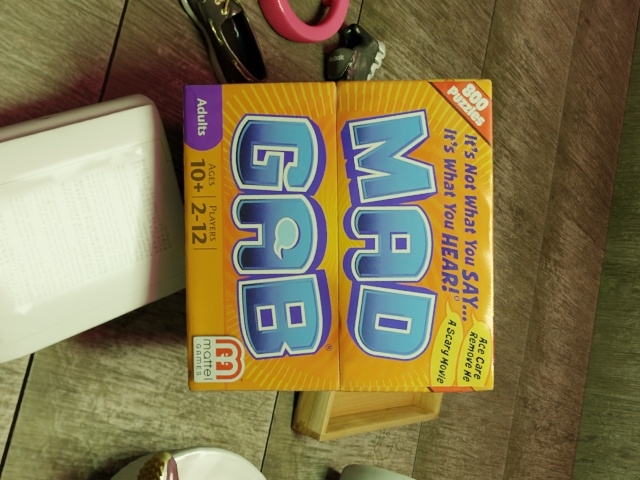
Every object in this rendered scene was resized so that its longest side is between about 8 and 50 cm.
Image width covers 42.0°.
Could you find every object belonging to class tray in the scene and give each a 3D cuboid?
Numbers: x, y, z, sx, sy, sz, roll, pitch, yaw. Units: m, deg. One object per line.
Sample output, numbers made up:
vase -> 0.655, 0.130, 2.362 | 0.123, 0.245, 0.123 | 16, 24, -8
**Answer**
tray -> 0.117, 0.250, 1.589 | 0.410, 0.076, 0.203 | 7, 97, -52

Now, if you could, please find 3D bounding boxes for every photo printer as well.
photo printer -> -0.309, -0.013, 0.969 | 0.307, 0.107, 0.256 | -24, 110, -36

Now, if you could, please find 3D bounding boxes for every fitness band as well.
fitness band -> -0.030, -0.476, 1.385 | 0.209, 0.054, 0.291 | -13, 102, -52

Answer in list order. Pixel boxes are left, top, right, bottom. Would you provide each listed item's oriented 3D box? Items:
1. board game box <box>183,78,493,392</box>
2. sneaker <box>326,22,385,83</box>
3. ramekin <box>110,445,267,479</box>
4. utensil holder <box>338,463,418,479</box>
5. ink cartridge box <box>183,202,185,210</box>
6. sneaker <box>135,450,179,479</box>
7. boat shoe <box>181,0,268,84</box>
board game box -> 0.026, -0.009, 1.122 | 0.356, 0.356, 0.357 | -39, 129, -87
sneaker -> 0.046, -0.287, 1.482 | 0.106, 0.078, 0.234 | 40, 57, -43
ramekin -> -0.194, 0.409, 1.125 | 0.272, 0.127, 0.273 | 2, 86, -37
utensil holder -> 0.112, 0.636, 1.437 | 0.328, 0.327, 0.386 | 51, 57, -42
ink cartridge box -> -0.211, -0.001, 1.174 | 0.135, 0.056, 0.099 | -9, 100, -52
sneaker -> -0.181, 0.347, 1.017 | 0.083, 0.069, 0.186 | 5, 94, -35
boat shoe -> -0.142, -0.331, 1.232 | 0.081, 0.068, 0.228 | -51, 130, -38
